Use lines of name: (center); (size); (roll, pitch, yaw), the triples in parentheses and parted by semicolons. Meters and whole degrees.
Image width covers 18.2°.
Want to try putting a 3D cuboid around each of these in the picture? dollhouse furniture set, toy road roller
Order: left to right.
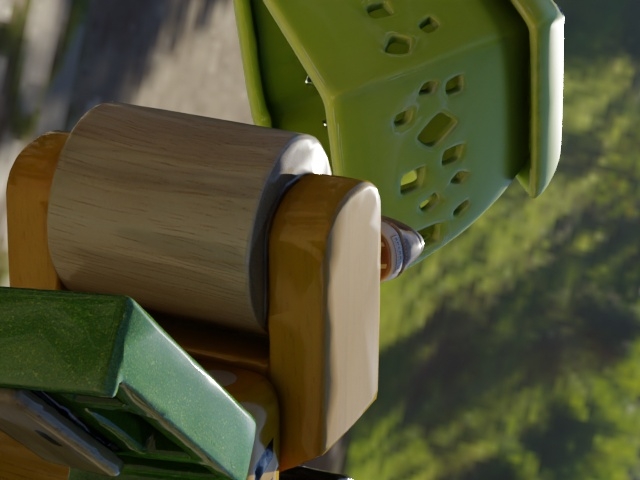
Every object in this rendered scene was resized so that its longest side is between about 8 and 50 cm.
dollhouse furniture set: (-0.202, 0.131, 0.847); (0.151, 0.301, 0.197); (48, 50, -59)
toy road roller: (-0.101, 0.106, 1.118); (0.240, 0.202, 0.329); (-37, 133, -60)

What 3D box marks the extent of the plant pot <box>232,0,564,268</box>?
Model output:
plant pot: (0.066, -0.134, 1.572); (0.227, 0.207, 0.228); (82, -18, -49)

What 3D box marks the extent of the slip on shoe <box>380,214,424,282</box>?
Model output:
slip on shoe: (0.000, 0.000, 1.214); (0.041, 0.135, 0.051); (-22, 108, -51)
